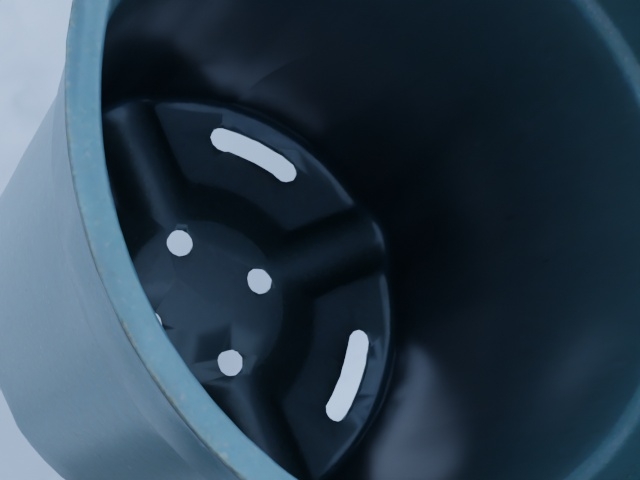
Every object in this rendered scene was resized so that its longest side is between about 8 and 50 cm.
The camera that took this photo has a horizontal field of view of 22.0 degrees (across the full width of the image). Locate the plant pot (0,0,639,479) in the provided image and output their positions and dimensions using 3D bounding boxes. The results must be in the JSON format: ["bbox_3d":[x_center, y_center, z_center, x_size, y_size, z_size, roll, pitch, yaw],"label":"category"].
[{"bbox_3d":[0.000,0.000,0.777,0.341,0.341,0.334,-31,180,-28],"label":"plant pot"}]
